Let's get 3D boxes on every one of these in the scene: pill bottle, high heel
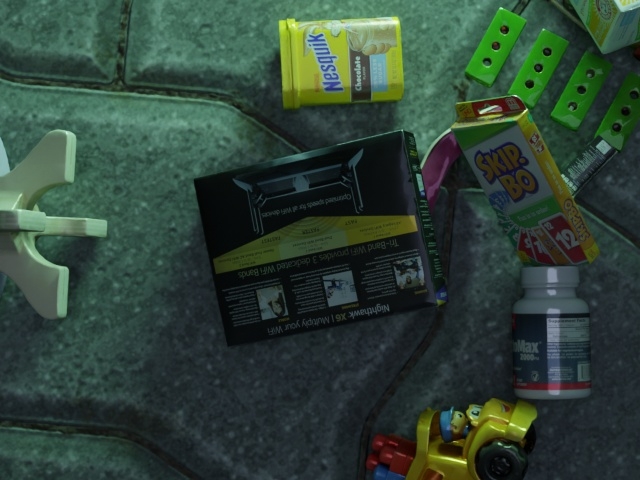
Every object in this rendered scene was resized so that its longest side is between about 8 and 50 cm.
[{"bbox_3d":[0.318,0.126,1.860,0.108,0.108,0.180,-1,87,1],"label":"pill bottle"},{"bbox_3d":[0.180,-0.084,1.883,0.244,0.082,0.117,-36,89,-1],"label":"high heel"}]

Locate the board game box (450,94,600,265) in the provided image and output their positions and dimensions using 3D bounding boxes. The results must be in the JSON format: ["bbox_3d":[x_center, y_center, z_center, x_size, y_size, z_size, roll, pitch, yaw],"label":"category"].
[{"bbox_3d":[0.272,-0.077,1.818,0.039,0.124,0.259,-42,113,-32],"label":"board game box"}]

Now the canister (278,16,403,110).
[{"bbox_3d":[0.029,-0.252,1.897,0.170,0.073,0.126,-3,88,-1],"label":"canister"}]

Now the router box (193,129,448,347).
[{"bbox_3d":[0.000,0.000,1.849,0.309,0.081,0.243,-12,88,15],"label":"router box"}]

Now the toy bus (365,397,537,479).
[{"bbox_3d":[0.172,0.299,1.830,0.211,0.149,0.220,23,105,11],"label":"toy bus"}]

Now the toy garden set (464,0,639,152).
[{"bbox_3d":[0.359,-0.264,1.904,0.244,0.049,0.204,28,84,7],"label":"toy garden set"}]

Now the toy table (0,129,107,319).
[{"bbox_3d":[-0.415,-0.027,1.825,0.161,0.252,0.274,1,99,17],"label":"toy table"}]

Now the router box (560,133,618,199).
[{"bbox_3d":[0.357,-0.094,1.860,0.038,0.122,0.092,44,88,6],"label":"router box"}]

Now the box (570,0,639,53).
[{"bbox_3d":[0.393,-0.377,1.840,0.103,0.114,0.203,-22,71,-11],"label":"box"}]
